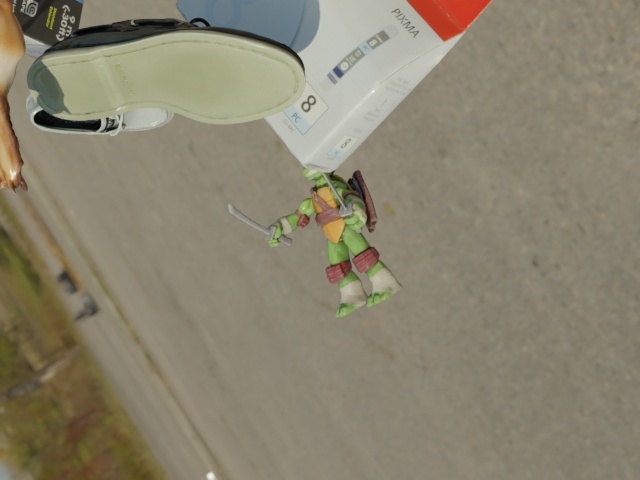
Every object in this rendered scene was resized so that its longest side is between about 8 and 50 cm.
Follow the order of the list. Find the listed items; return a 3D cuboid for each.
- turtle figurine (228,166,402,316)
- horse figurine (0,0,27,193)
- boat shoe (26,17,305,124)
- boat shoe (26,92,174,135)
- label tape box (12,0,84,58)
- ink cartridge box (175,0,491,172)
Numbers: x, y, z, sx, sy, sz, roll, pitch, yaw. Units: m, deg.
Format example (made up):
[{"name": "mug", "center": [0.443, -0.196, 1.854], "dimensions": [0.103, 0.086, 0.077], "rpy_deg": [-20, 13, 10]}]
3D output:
[{"name": "turtle figurine", "center": [0.000, 0.000, 2.163], "dimensions": [0.266, 0.198, 0.275], "rpy_deg": [63, -164, -3]}, {"name": "horse figurine", "center": [-0.376, -0.183, 1.452], "dimensions": [0.174, 0.066, 0.263], "rpy_deg": [1, 81, 47]}, {"name": "boat shoe", "center": [-0.172, -0.210, 1.543], "dimensions": [0.113, 0.340, 0.127], "rpy_deg": [-70, -32, -47]}, {"name": "boat shoe", "center": [-0.335, -0.191, 2.010], "dimensions": [0.081, 0.227, 0.079], "rpy_deg": [-106, 21, -54]}, {"name": "label tape box", "center": [-0.407, -0.398, 1.898], "dimensions": [0.106, 0.240, 0.334], "rpy_deg": [8, 175, 27]}, {"name": "ink cartridge box", "center": [0.034, -0.327, 1.659], "dimensions": [0.308, 0.385, 0.091], "rpy_deg": [52, -159, 24]}]
